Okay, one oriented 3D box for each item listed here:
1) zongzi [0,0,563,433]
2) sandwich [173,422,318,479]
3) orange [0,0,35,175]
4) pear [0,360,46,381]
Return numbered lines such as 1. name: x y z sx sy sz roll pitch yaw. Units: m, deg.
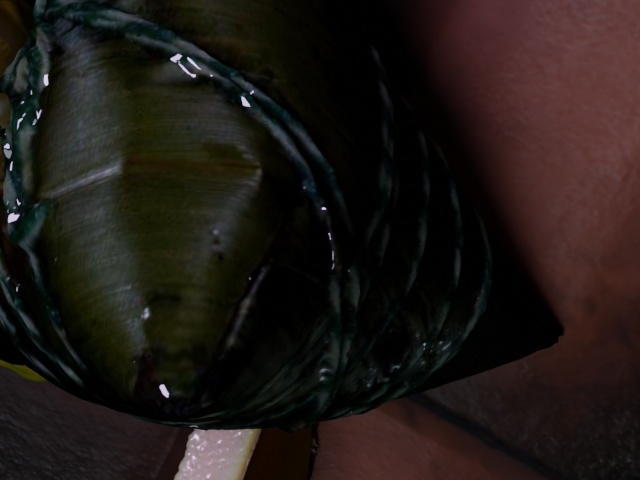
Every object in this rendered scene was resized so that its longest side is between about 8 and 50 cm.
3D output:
1. zongzi: 0.000 0.000 0.673 0.362 0.319 0.383 3 154 -12
2. sandwich: -0.055 0.146 0.856 0.058 0.162 0.193 14 127 17
3. orange: -0.325 -0.110 0.732 0.368 0.210 0.271 20 128 -30
4. pear: -0.181 0.038 0.870 0.107 0.107 0.131 33 120 -2
